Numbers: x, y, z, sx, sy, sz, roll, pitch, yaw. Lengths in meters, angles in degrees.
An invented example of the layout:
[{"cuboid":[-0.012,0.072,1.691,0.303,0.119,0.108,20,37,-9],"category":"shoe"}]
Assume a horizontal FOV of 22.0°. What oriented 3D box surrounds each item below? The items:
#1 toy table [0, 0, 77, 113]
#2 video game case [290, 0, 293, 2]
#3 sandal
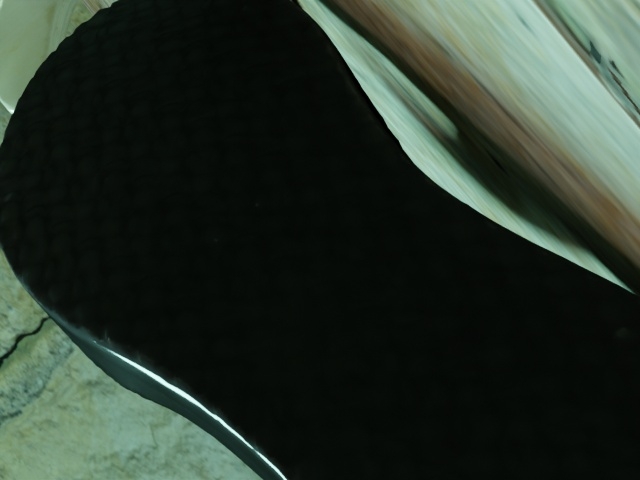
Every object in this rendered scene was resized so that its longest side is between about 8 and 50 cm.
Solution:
[{"cuboid":[-0.238,-0.227,1.268,0.252,0.161,0.274,49,177,35],"category":"toy table"},{"cuboid":[-0.069,-0.157,0.874,0.227,0.026,0.206,49,176,42],"category":"video game case"},{"cuboid":[0.000,0.032,0.648,0.446,0.167,0.107,44,169,45],"category":"sandal"}]
